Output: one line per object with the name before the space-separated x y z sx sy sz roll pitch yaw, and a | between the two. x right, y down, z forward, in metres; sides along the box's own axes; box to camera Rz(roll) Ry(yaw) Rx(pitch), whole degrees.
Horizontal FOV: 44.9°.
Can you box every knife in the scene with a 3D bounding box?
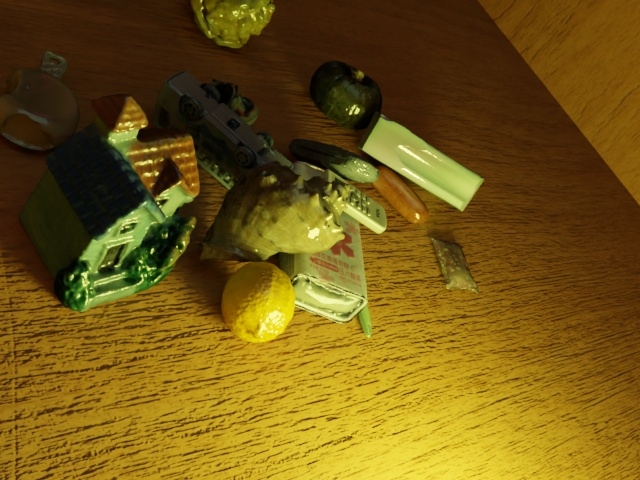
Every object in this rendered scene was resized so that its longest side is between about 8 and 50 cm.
knife | 0.091 0.105 1.789 0.043 0.020 0.293 17 42 -28

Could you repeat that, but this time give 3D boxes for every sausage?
sausage | 0.214 -0.120 2.093 0.197 0.076 0.076 47 36 4

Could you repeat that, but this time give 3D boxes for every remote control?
remote control | 0.079 -0.088 1.787 0.190 0.029 0.087 33 36 -26

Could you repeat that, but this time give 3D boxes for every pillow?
pillow | 0.359 0.063 2.064 0.118 0.043 0.184 15 44 -30

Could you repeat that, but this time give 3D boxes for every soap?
soap | 0.267 -0.222 2.150 0.347 0.115 0.208 29 7 -19

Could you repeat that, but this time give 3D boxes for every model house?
model house | -0.322 -0.094 1.344 0.295 0.329 0.251 -16 61 -48

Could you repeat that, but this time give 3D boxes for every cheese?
cheese | -0.556 -0.291 1.539 0.163 0.082 0.286 23 37 -27

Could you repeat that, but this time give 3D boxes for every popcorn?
popcorn | -0.237 -0.648 2.090 0.249 0.249 0.225 43 -1 1

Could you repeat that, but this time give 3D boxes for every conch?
conch | -0.100 -0.067 1.562 0.324 0.186 0.263 -9 17 -15

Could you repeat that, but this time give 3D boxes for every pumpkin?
pumpkin | 0.076 -0.414 2.194 0.224 0.157 0.223 27 28 -15

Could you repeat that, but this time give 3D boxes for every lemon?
lemon | -0.117 0.112 1.482 0.142 0.142 0.187 30 32 -17

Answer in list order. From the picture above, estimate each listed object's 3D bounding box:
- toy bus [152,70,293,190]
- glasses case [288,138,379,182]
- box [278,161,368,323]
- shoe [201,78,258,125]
toy bus | -0.225 -0.225 1.729 0.330 0.136 0.109 41 37 -2
glasses case | 0.029 -0.194 1.883 0.109 0.067 0.283 25 -3 -42
box | 0.000 0.000 1.734 0.190 0.112 0.369 21 40 -25
shoe | -0.229 -0.341 1.859 0.228 0.125 0.099 -11 58 -47
